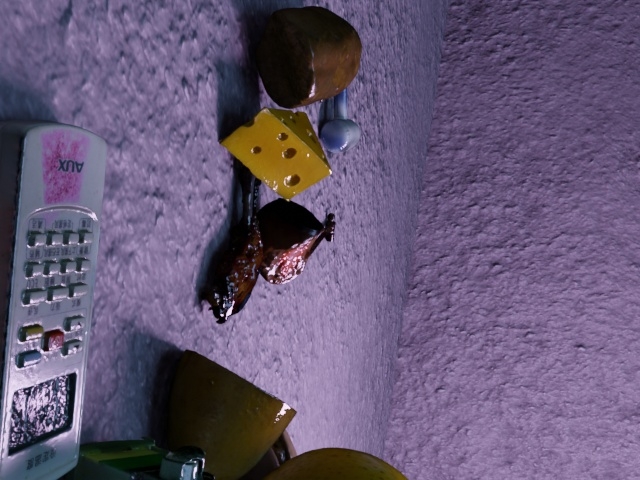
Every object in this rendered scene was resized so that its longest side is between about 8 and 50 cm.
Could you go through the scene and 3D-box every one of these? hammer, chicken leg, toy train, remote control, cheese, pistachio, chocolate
[{"bbox_3d":[0.041,-0.281,1.707,0.116,0.069,0.194,-30,121,-70],"label":"hammer"},{"bbox_3d":[-0.124,0.008,1.261,0.106,0.051,0.253,56,40,-60],"label":"chicken leg"},{"bbox_3d":[-0.194,0.359,0.876,0.120,0.202,0.301,10,87,-50],"label":"toy train"},{"bbox_3d":[-0.263,0.062,0.766,0.145,0.050,0.344,-8,105,-74],"label":"remote control"},{"bbox_3d":[-0.075,-0.151,1.253,0.171,0.093,0.126,23,40,-60],"label":"cheese"},{"bbox_3d":[-0.097,0.394,1.414,0.124,0.124,0.185,-23,113,-73],"label":"pistachio"},{"bbox_3d":[-0.061,0.008,1.355,0.133,0.124,0.127,-58,-147,16],"label":"chocolate"},{"bbox_3d":[0.000,0.000,1.757,0.178,0.021,0.065,-53,147,-61],"label":"hammer"}]

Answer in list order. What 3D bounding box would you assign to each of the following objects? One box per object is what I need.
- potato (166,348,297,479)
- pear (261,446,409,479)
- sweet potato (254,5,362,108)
[{"bbox_3d":[-0.141,0.255,1.125,0.158,0.178,0.203,-62,-176,-17],"label":"potato"},{"bbox_3d":[0.021,0.498,1.234,0.418,0.362,0.363,66,33,-80],"label":"pear"},{"bbox_3d":[-0.005,-0.308,1.359,0.370,0.157,0.158,-45,140,-65],"label":"sweet potato"}]
